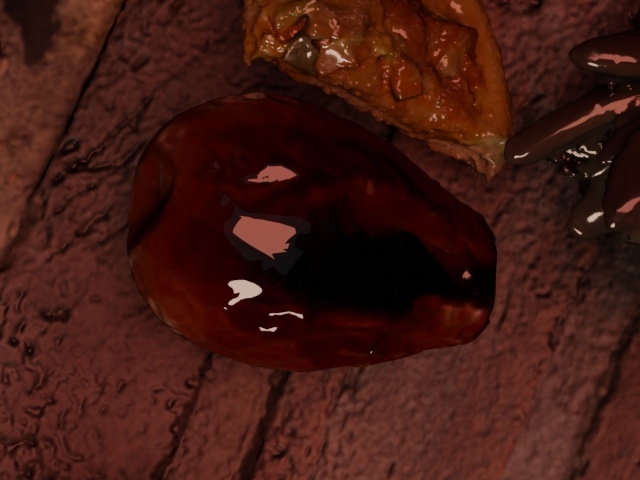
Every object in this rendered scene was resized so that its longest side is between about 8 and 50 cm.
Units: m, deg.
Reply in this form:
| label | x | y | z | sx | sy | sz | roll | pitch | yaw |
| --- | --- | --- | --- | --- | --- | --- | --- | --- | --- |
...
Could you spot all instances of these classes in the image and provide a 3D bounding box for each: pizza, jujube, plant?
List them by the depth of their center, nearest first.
| label | x | y | z | sx | sy | sz | roll | pitch | yaw |
| --- | --- | --- | --- | --- | --- | --- | --- | --- | --- |
| jujube | 0.000 | 0.000 | 1.061 | 0.236 | 0.168 | 0.168 | 14 | 86 | -19 |
| pizza | 0.023 | -0.157 | 1.075 | 0.197 | 0.058 | 0.292 | -29 | 89 | -46 |
| plant | 0.275 | -0.092 | 1.088 | 0.321 | 0.181 | 0.194 | -44 | 82 | -7 |
